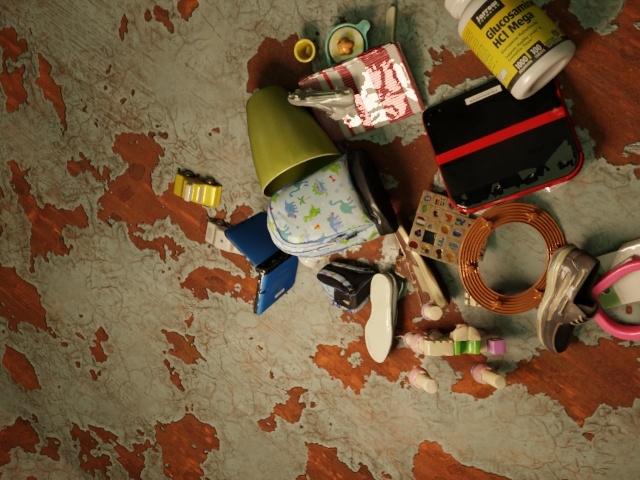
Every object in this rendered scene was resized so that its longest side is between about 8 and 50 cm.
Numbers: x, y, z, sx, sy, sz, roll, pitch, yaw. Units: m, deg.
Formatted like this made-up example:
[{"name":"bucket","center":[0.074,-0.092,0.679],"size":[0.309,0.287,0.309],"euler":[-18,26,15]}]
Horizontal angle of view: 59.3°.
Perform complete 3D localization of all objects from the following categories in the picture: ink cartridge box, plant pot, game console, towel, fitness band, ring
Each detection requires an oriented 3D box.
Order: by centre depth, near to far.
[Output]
[{"name":"fitness band","center":[0.893,0.164,1.579],"size":[0.209,0.054,0.291],"euler":[45,137,12]},{"name":"ink cartridge box","center":[0.896,0.091,1.610],"size":[0.235,0.056,0.171],"euler":[-26,96,48]},{"name":"game console","center":[0.517,-0.286,1.617],"size":[0.386,0.060,0.342],"euler":[-20,83,24]},{"name":"ring","center":[0.568,0.056,1.645],"size":[0.337,0.032,0.336],"euler":[-1,98,-9]},{"name":"towel","center":[0.122,-0.439,1.704],"size":[0.329,0.037,0.237],"euler":[-15,123,26]},{"name":"plant pot","center":[-0.114,-0.328,1.773],"size":[0.275,0.275,0.293],"euler":[-30,78,26]},{"name":"game console","center":[-0.199,0.069,1.885],"size":[0.173,0.293,0.250],"euler":[17,112,17]}]

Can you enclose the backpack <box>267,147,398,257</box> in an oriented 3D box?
[{"name":"backpack","center":[0.012,-0.090,1.713],"size":[0.355,0.273,0.290],"euler":[-23,81,24]}]

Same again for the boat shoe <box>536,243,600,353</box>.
[{"name":"boat shoe","center":[0.721,0.188,1.624],"size":[0.130,0.132,0.355],"euler":[30,132,48]}]

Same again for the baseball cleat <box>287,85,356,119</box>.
[{"name":"baseball cleat","center":[0.005,-0.407,1.691],"size":[0.206,0.072,0.109],"euler":[3,139,19]}]

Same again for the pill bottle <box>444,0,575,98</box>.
[{"name":"pill bottle","center":[0.487,-0.553,1.479],"size":[0.188,0.188,0.334],"euler":[-43,77,26]}]

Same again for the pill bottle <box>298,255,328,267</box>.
[{"name":"pill bottle","center":[0.000,0.000,1.893],"size":[0.103,0.103,0.184],"euler":[36,115,7]}]

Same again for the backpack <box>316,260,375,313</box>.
[{"name":"backpack","center":[0.078,0.147,1.885],"size":[0.173,0.158,0.117],"euler":[19,131,29]}]

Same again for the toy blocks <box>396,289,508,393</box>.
[{"name":"toy blocks","center":[0.411,0.304,1.785],"size":[0.289,0.260,0.309],"euler":[0,90,-11]}]

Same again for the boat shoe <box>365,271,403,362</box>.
[{"name":"boat shoe","center":[0.225,0.256,1.882],"size":[0.116,0.099,0.319],"euler":[19,113,45]}]

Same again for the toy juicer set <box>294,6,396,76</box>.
[{"name":"toy juicer set","center":[0.093,-0.549,1.699],"size":[0.329,0.089,0.209],"euler":[-13,101,23]}]

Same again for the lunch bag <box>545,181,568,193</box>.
[{"name":"lunch bag","center":[0.662,-0.185,1.614],"size":[0.071,0.053,0.083],"euler":[-35,83,25]}]

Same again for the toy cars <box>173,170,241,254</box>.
[{"name":"toy cars","center":[-0.400,-0.092,2.026],"size":[0.176,0.087,0.393],"euler":[-32,93,26]}]

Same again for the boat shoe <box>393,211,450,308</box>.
[{"name":"boat shoe","center":[0.290,0.077,1.801],"size":[0.123,0.123,0.342],"euler":[-26,102,24]}]

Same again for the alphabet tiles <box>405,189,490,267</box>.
[{"name":"alphabet tiles","center":[0.400,-0.028,1.721],"size":[0.237,0.009,0.198],"euler":[19,80,-2]}]
